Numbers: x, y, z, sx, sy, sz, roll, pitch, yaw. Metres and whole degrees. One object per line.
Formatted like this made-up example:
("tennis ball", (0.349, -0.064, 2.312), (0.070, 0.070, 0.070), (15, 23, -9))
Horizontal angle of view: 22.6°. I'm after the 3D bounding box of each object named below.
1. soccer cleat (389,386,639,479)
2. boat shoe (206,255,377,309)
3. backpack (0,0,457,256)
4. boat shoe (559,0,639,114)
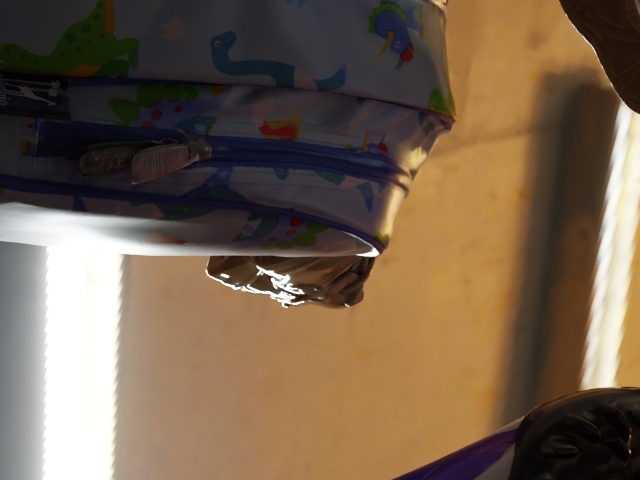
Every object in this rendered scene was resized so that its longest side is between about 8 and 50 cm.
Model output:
("soccer cleat", (0.029, 0.124, 0.573), (0.318, 0.116, 0.109), (-18, -80, -41))
("boat shoe", (0.000, 0.000, 1.221), (0.098, 0.302, 0.109), (29, -106, -13))
("backpack", (-0.109, -0.102, 0.739), (0.355, 0.290, 0.273), (-13, -89, -26))
("boat shoe", (0.232, -0.175, 1.247), (0.059, 0.063, 0.170), (-12, -102, -62))
